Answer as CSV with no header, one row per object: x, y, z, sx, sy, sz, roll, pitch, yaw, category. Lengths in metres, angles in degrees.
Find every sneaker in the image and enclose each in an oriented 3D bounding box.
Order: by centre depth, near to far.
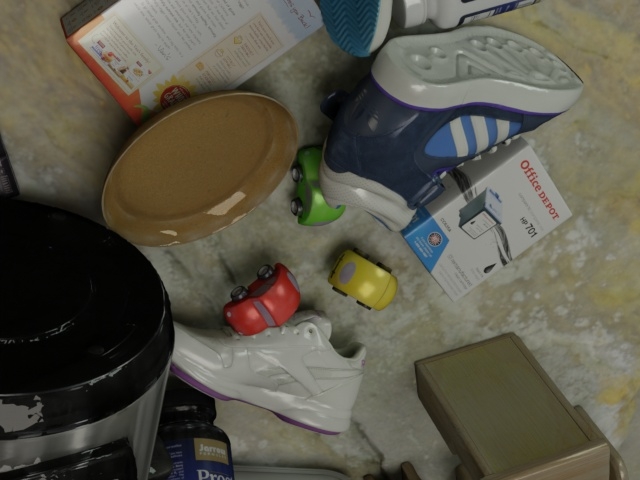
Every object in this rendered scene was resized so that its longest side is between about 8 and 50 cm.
0.055,-0.305,1.098,0.092,0.087,0.229,-16,114,-47,sneaker
0.138,-0.119,1.245,0.322,0.130,0.236,-8,141,-40,sneaker
-0.076,0.139,1.353,0.305,0.114,0.152,24,89,-28,sneaker

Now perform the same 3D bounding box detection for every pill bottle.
0.160,-0.287,1.167,0.169,0.094,0.094,-17,124,-9,pill bottle
-0.167,0.302,1.321,0.122,0.219,0.123,-7,150,-4,pill bottle

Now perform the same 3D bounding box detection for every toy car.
0.000,0.000,1.279,0.239,0.053,0.225,-8,109,-27,toy car

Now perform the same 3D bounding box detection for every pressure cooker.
-0.352,0.209,1.124,0.370,0.375,0.420,19,120,5,pressure cooker

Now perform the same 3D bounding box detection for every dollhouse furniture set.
0.268,0.373,1.506,0.362,0.256,0.394,-15,124,-10,dollhouse furniture set

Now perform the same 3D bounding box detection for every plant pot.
-0.135,-0.083,1.177,0.236,0.032,0.236,-23,150,-15,plant pot

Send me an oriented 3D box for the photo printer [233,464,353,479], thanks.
-0.093,0.437,1.507,0.307,0.107,0.256,7,117,-24,photo printer

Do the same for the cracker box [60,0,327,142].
-0.131,-0.230,1.115,0.232,0.067,0.156,-34,127,4,cracker box

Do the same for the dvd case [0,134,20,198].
-0.448,-0.090,1.117,0.221,0.018,0.164,-16,125,-11,dvd case

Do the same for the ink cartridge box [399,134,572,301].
0.199,-0.037,1.340,0.190,0.082,0.139,-36,125,6,ink cartridge box
